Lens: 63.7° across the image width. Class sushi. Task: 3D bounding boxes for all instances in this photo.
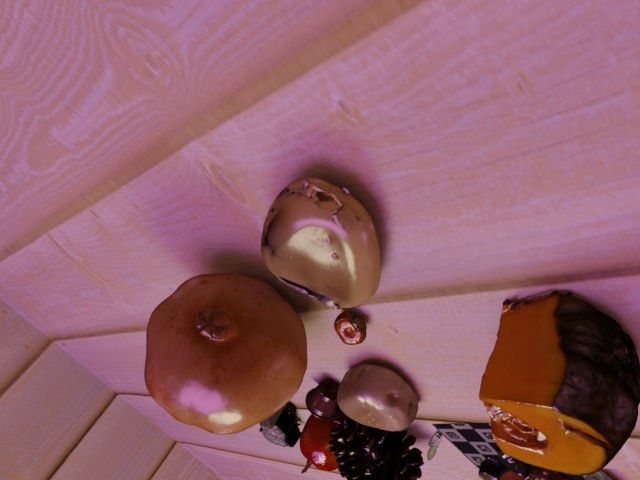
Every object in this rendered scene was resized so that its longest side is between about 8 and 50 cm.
[{"bbox_3d":[0.521,0.615,1.369,0.359,0.064,0.343,46,142,-16],"label":"sushi"},{"bbox_3d":[-0.139,0.669,1.877,0.147,0.115,0.212,23,144,19],"label":"sushi"}]

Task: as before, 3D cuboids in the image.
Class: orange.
[{"bbox_3d":[0.074,0.208,1.233,0.086,0.062,0.086,7,109,20],"label":"orange"}]

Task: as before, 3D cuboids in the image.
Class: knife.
[{"bbox_3d":[0.339,0.622,1.554,0.030,0.014,0.207,20,140,17],"label":"knife"}]

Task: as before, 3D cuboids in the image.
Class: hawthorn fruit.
[{"bbox_3d":[0.013,0.658,1.662,0.197,0.225,0.196,30,143,26],"label":"hawthorn fruit"}]

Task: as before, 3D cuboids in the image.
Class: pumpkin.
[{"bbox_3d":[0.422,0.262,0.919,0.257,0.225,0.303,7,143,37],"label":"pumpkin"}]

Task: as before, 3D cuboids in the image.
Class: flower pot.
[{"bbox_3d":[0.019,0.470,1.556,0.111,0.111,0.089,29,128,6],"label":"flower pot"}]

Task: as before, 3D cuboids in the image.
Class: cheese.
[{"bbox_3d":[0.000,0.000,1.006,0.260,0.128,0.315,15,147,10],"label":"cheese"},{"bbox_3d":[0.154,0.426,1.381,0.218,0.117,0.235,22,146,11],"label":"cheese"}]

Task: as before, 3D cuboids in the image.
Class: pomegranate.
[{"bbox_3d":[-0.230,0.266,1.257,0.412,0.411,0.411,20,142,17],"label":"pomegranate"}]

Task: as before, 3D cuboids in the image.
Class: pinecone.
[{"bbox_3d":[0.149,0.616,1.502,0.292,0.246,0.246,46,142,-10],"label":"pinecone"}]

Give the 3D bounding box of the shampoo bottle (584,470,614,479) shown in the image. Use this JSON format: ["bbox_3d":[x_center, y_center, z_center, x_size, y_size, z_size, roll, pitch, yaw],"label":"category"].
[{"bbox_3d":[0.731,0.633,1.233,0.205,0.065,0.065,38,143,-7],"label":"shampoo bottle"}]

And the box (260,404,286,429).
[{"bbox_3d":[-0.199,0.467,1.659,0.149,0.155,0.231,19,143,23],"label":"box"}]
